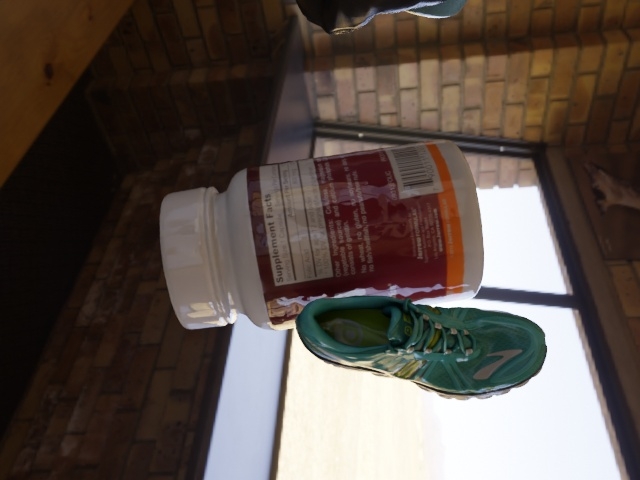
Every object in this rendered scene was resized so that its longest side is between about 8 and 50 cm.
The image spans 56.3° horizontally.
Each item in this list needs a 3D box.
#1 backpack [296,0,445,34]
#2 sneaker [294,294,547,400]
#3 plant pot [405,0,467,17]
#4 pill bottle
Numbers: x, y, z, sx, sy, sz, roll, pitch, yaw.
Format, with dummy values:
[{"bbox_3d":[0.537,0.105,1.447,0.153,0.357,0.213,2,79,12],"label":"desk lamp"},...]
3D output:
[{"bbox_3d":[0.031,-0.321,0.221,0.355,0.273,0.290,67,4,-58],"label":"backpack"},{"bbox_3d":[0.106,0.110,0.649,0.110,0.275,0.107,70,25,-68],"label":"sneaker"},{"bbox_3d":[0.141,-0.468,0.674,0.341,0.341,0.334,-85,-159,-45],"label":"plant pot"},{"bbox_3d":[0.000,0.000,0.814,0.224,0.392,0.224,171,-90,-90],"label":"pill bottle"}]
